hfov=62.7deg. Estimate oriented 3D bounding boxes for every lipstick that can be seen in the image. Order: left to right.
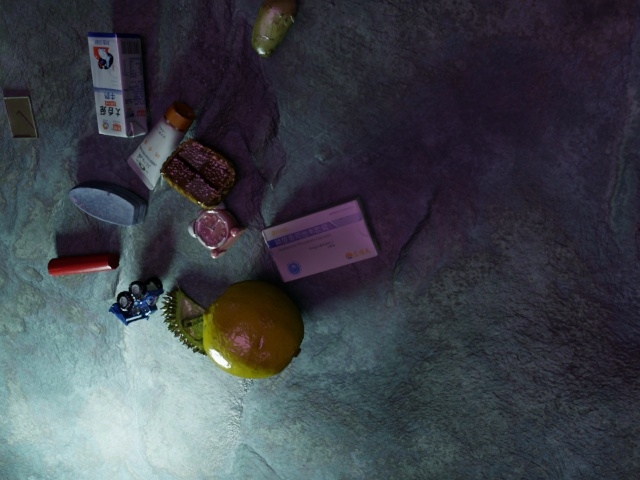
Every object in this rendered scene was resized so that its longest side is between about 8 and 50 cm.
[{"bbox_3d":[-0.894,0.089,1.975,0.279,0.073,0.073,-5,108,16],"label":"lipstick"}]

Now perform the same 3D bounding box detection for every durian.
[{"bbox_3d":[-0.457,0.321,1.953,0.355,0.157,0.169,40,78,-3],"label":"durian"}]

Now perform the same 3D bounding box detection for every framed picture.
[{"bbox_3d":[-1.059,-0.434,1.857,0.109,0.011,0.149,3,110,13],"label":"framed picture"}]

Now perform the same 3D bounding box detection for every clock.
[{"bbox_3d":[-0.354,-0.046,1.788,0.162,0.093,0.166,46,109,4],"label":"clock"}]

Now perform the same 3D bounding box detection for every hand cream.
[{"bbox_3d":[-0.531,-0.321,1.736,0.140,0.089,0.314,47,120,7],"label":"hand cream"}]

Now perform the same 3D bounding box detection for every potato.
[{"bbox_3d":[-0.140,-0.624,1.524,0.105,0.085,0.188,21,119,-18],"label":"potato"}]

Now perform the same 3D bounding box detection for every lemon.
[{"bbox_3d":[-0.221,0.299,1.751,0.347,0.348,0.348,5,111,12],"label":"lemon"}]

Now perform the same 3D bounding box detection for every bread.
[{"bbox_3d":[-0.390,-0.217,1.702,0.222,0.096,0.181,35,83,0],"label":"bread"}]

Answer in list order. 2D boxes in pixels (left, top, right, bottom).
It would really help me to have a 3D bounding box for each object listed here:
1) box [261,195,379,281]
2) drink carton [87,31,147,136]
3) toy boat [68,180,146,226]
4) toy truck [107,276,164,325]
[{"bbox_3d":[0.000,0.000,1.724,0.343,0.065,0.200,-17,105,19],"label":"box"},{"bbox_3d":[-0.639,-0.493,1.671,0.130,0.106,0.315,12,113,25],"label":"drink carton"},{"bbox_3d":[-0.758,-0.136,1.856,0.282,0.078,0.127,19,116,5],"label":"toy boat"},{"bbox_3d":[-0.669,0.232,1.935,0.208,0.113,0.126,-37,78,26],"label":"toy truck"}]
